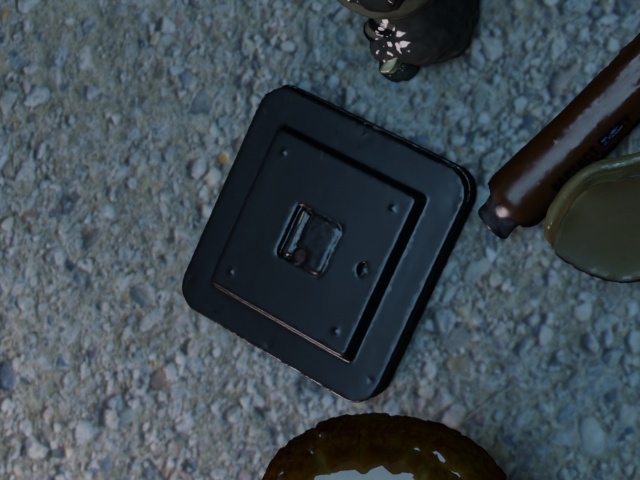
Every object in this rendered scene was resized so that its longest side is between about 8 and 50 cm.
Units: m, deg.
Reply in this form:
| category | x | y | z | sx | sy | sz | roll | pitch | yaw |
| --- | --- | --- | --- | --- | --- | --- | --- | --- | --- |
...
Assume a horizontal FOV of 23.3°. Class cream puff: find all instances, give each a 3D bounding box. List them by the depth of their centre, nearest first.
| category | x | y | z | sx | sy | sz | roll | pitch | yaw |
| --- | --- | --- | --- | --- | --- | --- | --- | --- | --- |
| cream puff | 0.070 | 0.316 | 1.520 | 0.303 | 0.212 | 0.303 | -1 | 87 | 13 |

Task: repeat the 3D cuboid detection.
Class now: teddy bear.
| category | x | y | z | sx | sy | sz | roll | pitch | yaw |
| --- | --- | --- | --- | --- | --- | --- | --- | --- | --- |
| teddy bear | 0.069 | -0.285 | 1.574 | 0.144 | 0.251 | 0.171 | 10 | 76 | 25 |

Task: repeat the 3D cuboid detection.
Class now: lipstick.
| category | x | y | z | sx | sy | sz | roll | pitch | yaw |
| --- | --- | --- | --- | --- | --- | --- | --- | --- | --- |
| lipstick | 0.313 | -0.158 | 1.517 | 0.418 | 0.077 | 0.077 | -46 | 68 | 17 |

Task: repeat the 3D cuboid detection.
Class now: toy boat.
| category | x | y | z | sx | sy | sz | roll | pitch | yaw |
| --- | --- | --- | --- | --- | --- | --- | --- | --- | --- |
| toy boat | 0.301 | -0.021 | 1.491 | 0.188 | 0.061 | 0.116 | -17 | 109 | 22 |

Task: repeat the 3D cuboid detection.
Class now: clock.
| category | x | y | z | sx | sy | sz | roll | pitch | yaw |
| --- | --- | --- | --- | --- | --- | --- | --- | --- | --- |
| clock | 0.000 | 0.000 | 1.674 | 0.273 | 0.049 | 0.279 | 27 | 98 | 25 |
